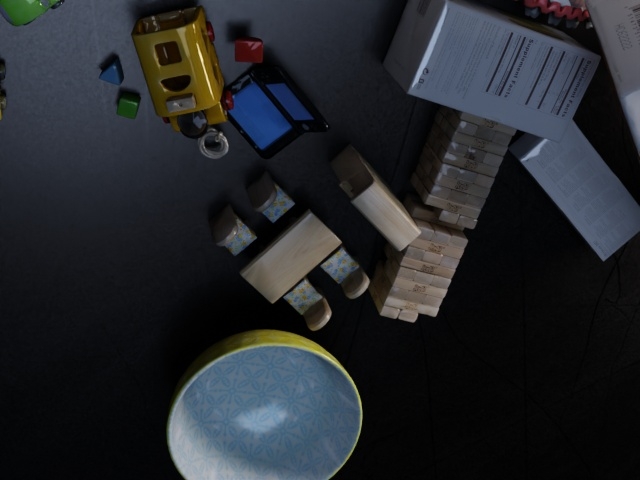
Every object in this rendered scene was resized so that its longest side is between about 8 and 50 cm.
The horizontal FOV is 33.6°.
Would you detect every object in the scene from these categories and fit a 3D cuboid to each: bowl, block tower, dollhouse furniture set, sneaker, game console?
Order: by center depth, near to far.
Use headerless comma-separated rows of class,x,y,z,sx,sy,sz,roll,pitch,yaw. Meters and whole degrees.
sneaker,0.286,-0.379,1.438,0.276,0.097,0.135,16,113,-18
game console,-0.066,-0.175,1.473,0.122,0.107,0.071,48,69,-27
dollhouse furniture set,0.000,0.000,1.518,0.242,0.161,0.212,-41,117,8
block tower,0.176,-0.045,1.577,0.091,0.097,0.335,14,113,-19
bowl,-0.094,0.243,1.615,0.289,0.156,0.289,-5,115,-10

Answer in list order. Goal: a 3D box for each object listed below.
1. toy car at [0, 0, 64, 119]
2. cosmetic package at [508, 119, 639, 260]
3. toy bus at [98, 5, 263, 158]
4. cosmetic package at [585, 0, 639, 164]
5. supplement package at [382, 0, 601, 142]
toy car,-0.422,-0.280,1.350,0.225,0.053,0.239,-31,118,3
cosmetic package,0.397,-0.084,1.624,0.099,0.060,0.239,-41,116,6
toy bus,-0.178,-0.202,1.390,0.202,0.104,0.191,29,115,-15
cosmetic package,0.521,-0.133,1.469,0.161,0.230,0.453,-20,131,17
supplement package,0.233,-0.248,1.466,0.244,0.139,0.134,14,112,-20
